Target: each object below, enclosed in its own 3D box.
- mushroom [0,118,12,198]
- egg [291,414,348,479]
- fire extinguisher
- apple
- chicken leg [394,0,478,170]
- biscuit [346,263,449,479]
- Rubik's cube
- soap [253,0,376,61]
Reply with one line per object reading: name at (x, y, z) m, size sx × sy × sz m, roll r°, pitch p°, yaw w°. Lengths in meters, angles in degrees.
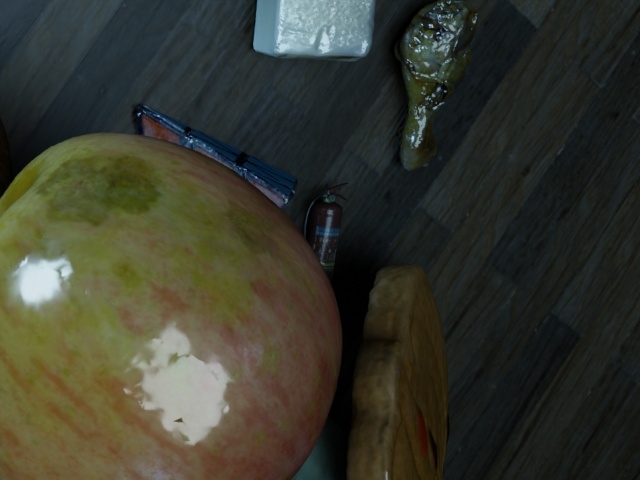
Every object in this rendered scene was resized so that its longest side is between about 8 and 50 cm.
mushroom at (-0.444, -0.058, 1.576) m, size 0.345 × 0.239 × 0.345 m, roll 1°, pitch 83°, yaw -5°
egg at (-0.149, 0.315, 1.792) m, size 0.428 × 0.345 × 0.345 m, roll -38°, pitch 119°, yaw -26°
fire extinguisher at (0.000, 0.000, 1.962) m, size 0.056 × 0.039 × 0.132 m, roll -1°, pitch 104°, yaw -38°
apple at (-0.168, 0.091, 1.486) m, size 0.364 × 0.364 × 0.364 m, roll -8°, pitch 108°, yaw -27°
chicken leg at (0.119, -0.173, 1.969) m, size 0.085 × 0.069 × 0.198 m, roll -10°, pitch 117°, yaw -51°
biscuit at (0.088, 0.228, 1.871) m, size 0.078 × 0.455 × 0.350 m, roll -4°, pitch 136°, yaw 14°
Rubik's cube at (-0.094, -0.029, 1.885) m, size 0.178 × 0.211 × 0.190 m, roll -11°, pitch 132°, yaw -53°
soap at (0.000, -0.284, 1.866) m, size 0.121 × 0.064 × 0.183 m, roll 0°, pitch 104°, yaw -28°
